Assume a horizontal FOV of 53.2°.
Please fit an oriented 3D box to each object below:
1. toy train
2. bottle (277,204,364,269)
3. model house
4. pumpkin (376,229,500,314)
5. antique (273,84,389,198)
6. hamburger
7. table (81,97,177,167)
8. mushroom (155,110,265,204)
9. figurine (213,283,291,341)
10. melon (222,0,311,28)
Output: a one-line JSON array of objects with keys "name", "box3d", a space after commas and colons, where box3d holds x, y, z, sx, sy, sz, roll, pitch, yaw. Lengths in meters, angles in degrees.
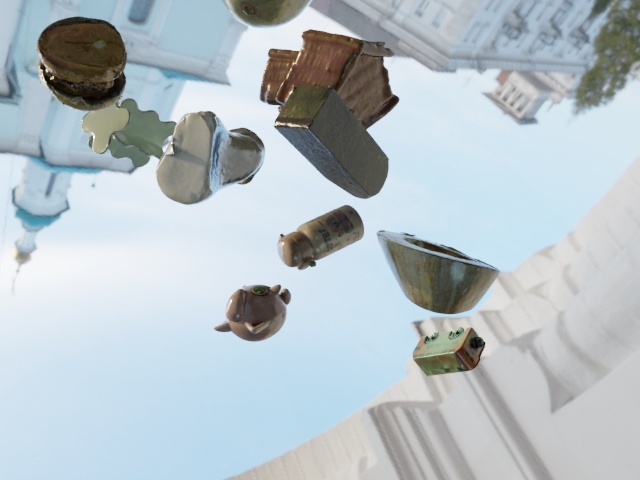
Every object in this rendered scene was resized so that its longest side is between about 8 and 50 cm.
[{"name": "toy train", "box3d": [0.309, 0.268, 1.547, 0.072, 0.188, 0.099, 54, -130, -12]}, {"name": "bottle", "box3d": [0.000, 0.000, 1.508, 0.209, 0.097, 0.110, -27, -112, -27]}, {"name": "model house", "box3d": [0.012, -0.313, 1.223, 0.199, 0.229, 0.219, 32, -113, 29]}, {"name": "pumpkin", "box3d": [0.194, 0.058, 1.098, 0.218, 0.109, 0.217, 10, -171, -2]}, {"name": "antique", "box3d": [0.028, -0.150, 1.029, 0.080, 0.081, 0.221, 17, 162, 41]}, {"name": "hamburger", "box3d": [-0.460, -0.342, 1.235, 0.185, 0.113, 0.177, 40, -122, 13]}, {"name": "table", "box3d": [-0.469, -0.266, 1.612, 0.166, 0.166, 0.198, 54, -164, 28]}, {"name": "mushroom", "box3d": [-0.174, -0.149, 1.115, 0.122, 0.159, 0.329, 50, -163, 0]}, {"name": "figurine", "box3d": [-0.129, 0.140, 1.260, 0.125, 0.125, 0.138, 42, -136, 14]}, {"name": "melon", "box3d": [-0.117, -0.647, 1.504, 0.272, 0.307, 0.272, 33, 177, 2]}]
